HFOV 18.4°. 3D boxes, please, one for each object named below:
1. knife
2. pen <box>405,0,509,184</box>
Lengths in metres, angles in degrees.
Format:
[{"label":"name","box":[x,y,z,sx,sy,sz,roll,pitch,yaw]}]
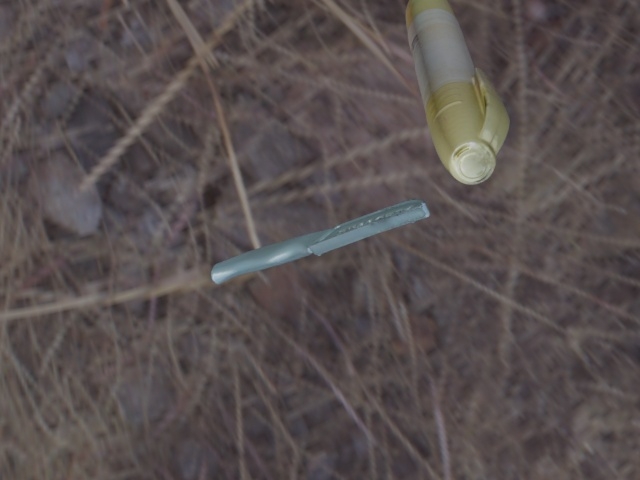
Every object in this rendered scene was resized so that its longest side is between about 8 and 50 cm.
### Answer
[{"label":"knife","box":[0.000,0.000,1.246,0.028,0.210,0.015,-25,95,-44]},{"label":"pen","box":[0.068,-0.088,1.023,0.040,0.233,0.032,-39,113,16]}]
